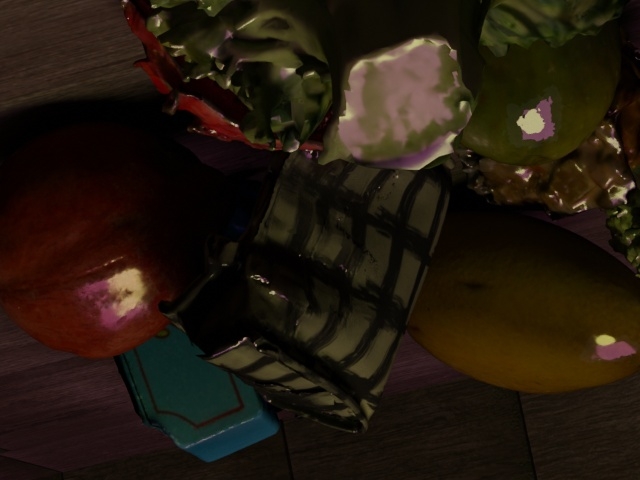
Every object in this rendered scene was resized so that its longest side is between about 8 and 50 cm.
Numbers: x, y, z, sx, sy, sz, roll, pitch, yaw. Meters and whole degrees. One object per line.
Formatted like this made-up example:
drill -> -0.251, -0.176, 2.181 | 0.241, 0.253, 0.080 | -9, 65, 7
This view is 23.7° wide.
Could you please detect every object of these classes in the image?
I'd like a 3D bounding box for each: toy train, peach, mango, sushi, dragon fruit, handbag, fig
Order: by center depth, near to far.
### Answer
dragon fruit -> -0.062, -0.131, 1.302 | 0.274, 0.161, 0.126 | -2, 159, -36
fig -> 0.173, -0.169, 1.322 | 0.181, 0.181, 0.191 | -13, 139, 4
peach -> -0.201, -0.010, 1.505 | 0.257, 0.232, 0.232 | -12, 164, 20
handbag -> 0.000, 0.000, 1.517 | 0.162, 0.325, 0.327 | 15, 168, 24
sushi -> 0.247, -0.128, 1.519 | 0.200, 0.204, 0.213 | 9, 137, 30
toy train -> -0.116, 0.095, 1.775 | 0.265, 0.300, 0.188 | -23, 163, 0
mango -> 0.266, 0.087, 1.959 | 0.301, 0.220, 0.445 | 39, 170, -30

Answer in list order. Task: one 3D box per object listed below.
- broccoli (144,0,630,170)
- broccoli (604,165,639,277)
broccoli -> 0.053, -0.202, 0.951 | 0.338, 0.317, 0.277 | -33, 127, -4
broccoli -> 0.436, -0.083, 1.750 | 0.281, 0.348, 0.293 | 29, 102, -21
